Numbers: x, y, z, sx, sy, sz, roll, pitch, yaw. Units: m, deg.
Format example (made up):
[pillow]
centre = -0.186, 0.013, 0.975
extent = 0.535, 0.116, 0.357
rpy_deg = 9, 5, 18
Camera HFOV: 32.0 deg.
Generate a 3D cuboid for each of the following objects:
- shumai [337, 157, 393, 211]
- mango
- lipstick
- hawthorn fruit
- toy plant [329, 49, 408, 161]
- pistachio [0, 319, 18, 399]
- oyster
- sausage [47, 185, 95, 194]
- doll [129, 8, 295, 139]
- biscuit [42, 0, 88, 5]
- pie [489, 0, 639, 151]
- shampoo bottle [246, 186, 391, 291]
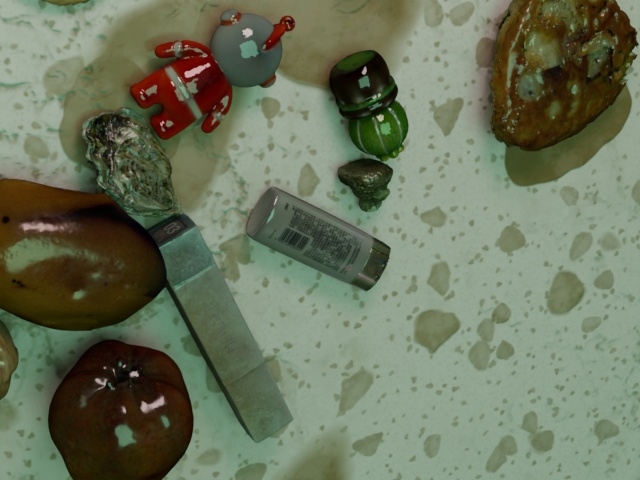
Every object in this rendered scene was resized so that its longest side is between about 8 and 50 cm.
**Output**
[shumai]
centre = 0.070, -0.078, 1.692
extent = 0.083, 0.082, 0.081
rpy_deg = -5, 114, 1
[mango]
centre = -0.349, 0.022, 1.479
extent = 0.287, 0.152, 0.201
rpy_deg = 15, 99, -31
[lipstick]
centre = -0.150, 0.135, 1.658
extent = 0.076, 0.079, 0.372
rpy_deg = -31, 119, -14
[hawthorn fruit]
centre = -0.281, 0.269, 1.591
extent = 0.208, 0.208, 0.248
rpy_deg = -12, 138, -21
[toy plant]
centre = 0.076, -0.192, 1.640
extent = 0.092, 0.093, 0.162
rpy_deg = -31, 118, -13
[pistachio]
centre = -0.507, 0.141, 1.459
extent = 0.229, 0.157, 0.157
rpy_deg = 28, 95, -18
[oyster]
centre = -0.259, -0.097, 1.536
extent = 0.125, 0.064, 0.177
rpy_deg = -31, 109, -29
[sausage]
centre = -0.338, -0.062, 1.533
extent = 0.100, 0.015, 0.015
rpy_deg = 9, 104, -28
[doll]
centre = -0.139, -0.238, 1.531
extent = 0.245, 0.076, 0.142
rpy_deg = -36, 121, -6
[biscuit]
centre = -0.322, -0.407, 1.404
extent = 0.219, 0.033, 0.220
rpy_deg = -8, 111, -22
[pie]
centre = 0.373, -0.285, 1.752
extent = 0.308, 0.085, 0.308
rpy_deg = -10, 111, -27
[shampoo bottle]
centre = 0.000, 0.000, 1.693
extent = 0.227, 0.056, 0.086
rpy_deg = 25, 97, -31
